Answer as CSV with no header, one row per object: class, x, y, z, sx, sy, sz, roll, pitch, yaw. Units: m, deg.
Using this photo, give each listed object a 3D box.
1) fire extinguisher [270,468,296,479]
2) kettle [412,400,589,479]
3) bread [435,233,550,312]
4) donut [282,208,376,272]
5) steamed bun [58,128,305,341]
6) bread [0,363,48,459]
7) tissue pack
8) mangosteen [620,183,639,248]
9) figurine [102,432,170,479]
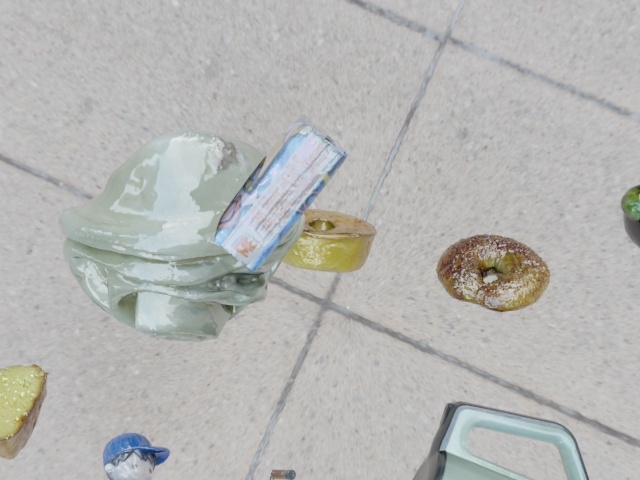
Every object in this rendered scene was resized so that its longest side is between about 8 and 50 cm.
fire extinguisher,-0.086,0.508,1.652,0.022,0.083,0.028,10,71,-37
kettle,0.346,0.482,1.319,0.377,0.250,0.361,23,80,4
bread,0.296,0.051,1.311,0.193,0.193,0.063,2,125,2
donut,0.000,0.001,1.850,0.278,0.277,0.108,8,103,3
steamed bun,-0.175,0.020,1.081,0.324,0.310,0.219,-29,66,22
bread,-0.662,0.376,1.605,0.129,0.260,0.133,9,112,-3
tissue pack,-0.043,-0.054,0.802,0.065,0.115,0.155,39,98,-10
mangosteen,0.820,-0.070,1.785,0.243,0.243,0.242,0,85,2
figurine,-0.264,0.344,1.070,0.087,0.086,0.149,-24,52,35
